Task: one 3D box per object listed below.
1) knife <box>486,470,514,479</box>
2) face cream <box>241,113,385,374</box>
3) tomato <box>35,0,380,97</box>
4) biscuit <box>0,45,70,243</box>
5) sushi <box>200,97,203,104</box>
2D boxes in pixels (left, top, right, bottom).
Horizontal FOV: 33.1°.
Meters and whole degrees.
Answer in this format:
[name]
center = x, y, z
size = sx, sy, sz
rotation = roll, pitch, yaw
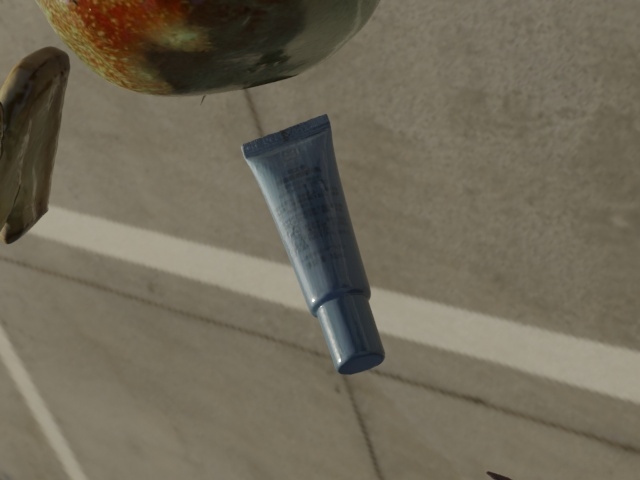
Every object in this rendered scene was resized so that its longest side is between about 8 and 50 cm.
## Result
[knife]
center = 0.374, 0.427, 1.705
size = 0.247, 0.035, 0.018
rotation = 29, 124, 17
[face cream]
center = 0.000, 0.000, 1.493
size = 0.086, 0.135, 0.385
rotation = 65, -174, -63
[tomato]
center = -0.072, -0.240, 0.800
size = 0.239, 0.303, 0.303
rotation = 60, 147, 8
[biscuit]
center = -0.405, -0.086, 1.343
size = 0.062, 0.237, 0.291
rotation = 28, 131, 6
[sushi]
center = -0.069, -0.278, 1.108
size = 0.043, 0.279, 0.192
rotation = 29, 173, -7
